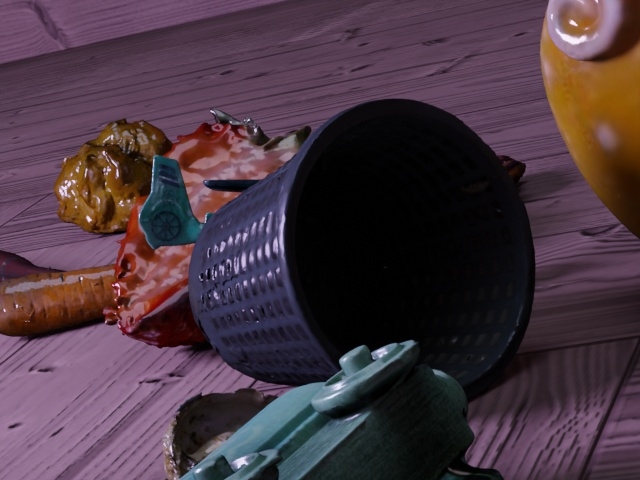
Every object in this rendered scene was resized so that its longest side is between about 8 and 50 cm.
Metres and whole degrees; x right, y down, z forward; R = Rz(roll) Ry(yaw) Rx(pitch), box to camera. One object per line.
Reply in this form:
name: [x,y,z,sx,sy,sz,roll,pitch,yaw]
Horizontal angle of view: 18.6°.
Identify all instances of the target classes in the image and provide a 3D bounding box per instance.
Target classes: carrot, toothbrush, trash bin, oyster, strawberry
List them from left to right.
toothbrush: [-0.286,0.025,1.669,0.041,0.041,0.364,-24,16,-34]
carrot: [-0.158,0.040,1.470,0.191,0.047,0.047,-9,13,2]
oyster: [-0.049,0.118,1.075,0.083,0.038,0.081,10,34,-16]
strawberry: [-0.047,0.013,1.357,0.174,0.098,0.228,6,41,18]
trash bin: [0.012,0.019,1.137,0.175,0.175,0.161,-24,3,-34]

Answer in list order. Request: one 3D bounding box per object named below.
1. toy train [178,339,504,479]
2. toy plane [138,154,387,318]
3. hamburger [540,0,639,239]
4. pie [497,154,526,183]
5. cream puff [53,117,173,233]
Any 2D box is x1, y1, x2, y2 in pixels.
toy train: [-0.025,0.128,0.866,0.159,0.101,0.248,-25,5,35]
toy plane: [0.000,0.000,1.256,0.235,0.096,0.060,3,6,-10]
hamburger: [0.274,-0.112,1.103,0.302,0.261,0.186,-25,7,34]
pie: [0.093,-0.035,1.507,0.170,0.034,0.092,-19,10,-21]
cream puff: [-0.186,-0.060,1.791,0.122,0.094,0.116,-13,15,-11]
